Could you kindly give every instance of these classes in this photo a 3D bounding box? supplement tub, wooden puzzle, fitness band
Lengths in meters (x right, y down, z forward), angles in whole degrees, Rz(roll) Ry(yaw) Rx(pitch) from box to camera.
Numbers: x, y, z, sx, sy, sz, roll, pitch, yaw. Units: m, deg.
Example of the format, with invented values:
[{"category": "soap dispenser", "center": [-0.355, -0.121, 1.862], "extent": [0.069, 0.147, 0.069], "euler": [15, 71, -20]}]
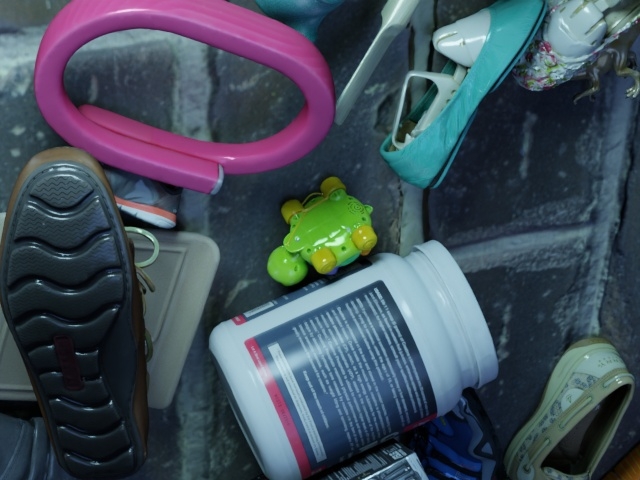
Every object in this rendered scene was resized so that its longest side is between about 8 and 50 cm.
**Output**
[{"category": "supplement tub", "center": [0.034, 0.129, 1.820], "extent": [0.272, 0.191, 0.191], "euler": [-24, 129, -8]}, {"category": "wooden puzzle", "center": [-0.245, 0.074, 1.755], "extent": [0.238, 0.044, 0.221], "euler": [8, 118, -23]}, {"category": "fitness band", "center": [-0.127, -0.140, 1.592], "extent": [0.290, 0.054, 0.209], "euler": [16, 137, -24]}]

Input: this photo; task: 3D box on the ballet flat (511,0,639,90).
[{"category": "ballet flat", "center": [0.294, -0.248, 1.745], "extent": [0.241, 0.077, 0.091], "euler": [-41, 90, -1]}]

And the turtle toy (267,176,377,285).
[{"category": "turtle toy", "center": [0.000, 0.000, 1.790], "extent": [0.130, 0.095, 0.066], "euler": [-30, 151, -2]}]

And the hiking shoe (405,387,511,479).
[{"category": "hiking shoe", "center": [0.146, 0.257, 2.011], "extent": [0.132, 0.113, 0.304], "euler": [-24, 126, -1]}]

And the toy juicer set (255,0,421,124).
[{"category": "toy juicer set", "center": [0.014, -0.293, 1.605], "extent": [0.209, 0.089, 0.329], "euler": [-46, 140, -16]}]

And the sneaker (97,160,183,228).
[{"category": "sneaker", "center": [-0.203, -0.065, 1.677], "extent": [0.158, 0.061, 0.065], "euler": [25, 86, -38]}]

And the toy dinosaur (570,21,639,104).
[{"category": "toy dinosaur", "center": [0.317, -0.201, 1.813], "extent": [0.183, 0.053, 0.093], "euler": [-35, 128, 1]}]

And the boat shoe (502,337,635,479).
[{"category": "boat shoe", "center": [0.305, 0.257, 2.097], "extent": [0.104, 0.089, 0.285], "euler": [2, 122, -26]}]

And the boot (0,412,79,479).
[{"category": "boot", "center": [-0.368, 0.323, 1.822], "extent": [0.222, 0.118, 0.338], "euler": [10, 120, -34]}]

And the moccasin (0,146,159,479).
[{"category": "moccasin", "center": [-0.225, 0.063, 1.652], "extent": [0.139, 0.147, 0.380], "euler": [-8, 130, 5]}]

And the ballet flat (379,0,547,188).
[{"category": "ballet flat", "center": [0.138, -0.168, 1.740], "extent": [0.087, 0.083, 0.247], "euler": [25, 108, -20]}]

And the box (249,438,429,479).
[{"category": "box", "center": [-0.013, 0.297, 1.852], "extent": [0.242, 0.307, 0.077], "euler": [-26, 94, -7]}]

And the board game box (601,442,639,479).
[{"category": "board game box", "center": [0.557, 0.476, 2.190], "extent": [0.356, 0.356, 0.356], "euler": [-46, 129, 10]}]
